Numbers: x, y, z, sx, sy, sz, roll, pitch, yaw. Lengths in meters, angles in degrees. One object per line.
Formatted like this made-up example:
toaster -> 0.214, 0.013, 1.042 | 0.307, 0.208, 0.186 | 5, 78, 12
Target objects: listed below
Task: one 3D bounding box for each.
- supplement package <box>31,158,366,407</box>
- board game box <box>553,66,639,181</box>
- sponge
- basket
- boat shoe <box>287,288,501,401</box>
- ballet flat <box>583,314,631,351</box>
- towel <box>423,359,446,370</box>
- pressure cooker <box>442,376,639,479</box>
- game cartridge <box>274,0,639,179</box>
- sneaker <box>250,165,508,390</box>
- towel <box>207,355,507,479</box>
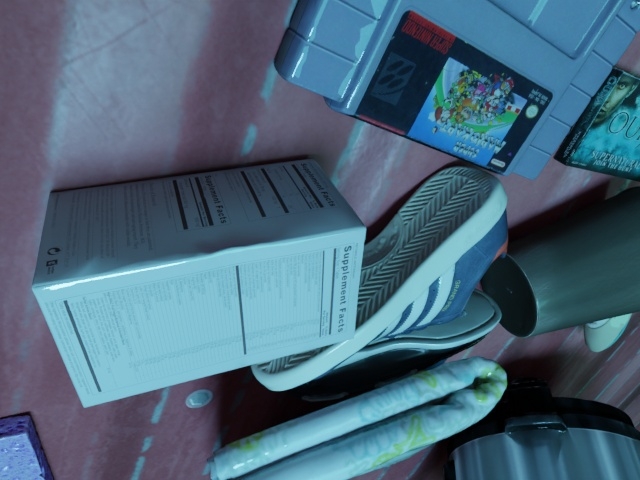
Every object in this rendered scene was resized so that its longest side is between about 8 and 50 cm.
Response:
supplement package -> -0.099, 0.027, 0.431 | 0.244, 0.134, 0.139 | -10, 128, -18
board game box -> 0.414, -0.149, 0.637 | 0.186, 0.026, 0.126 | 3, 122, -29
sponge -> -0.385, 0.293, 0.557 | 0.117, 0.031, 0.210 | -8, 126, -22
basket -> 0.363, 0.043, 0.676 | 0.227, 0.154, 0.204 | -15, 128, -12
boat shoe -> 0.092, 0.136, 0.636 | 0.302, 0.114, 0.091 | -8, 127, -6
ballet flat -> 0.526, 0.092, 0.848 | 0.086, 0.086, 0.248 | 5, 120, -30
towel -> 0.153, 0.170, 0.739 | 0.119, 0.029, 0.067 | 20, 113, -35
pressure cooker -> 0.426, 0.478, 0.868 | 0.375, 0.420, 0.370 | 16, 139, -12
game cartridge -> 0.154, -0.195, 0.453 | 0.355, 0.068, 0.230 | 11, 114, -33
sneaker -> 0.086, 0.072, 0.558 | 0.350, 0.131, 0.148 | -36, 130, -2
towel -> 0.033, 0.285, 0.647 | 0.374, 0.090, 0.320 | -15, 154, -17
